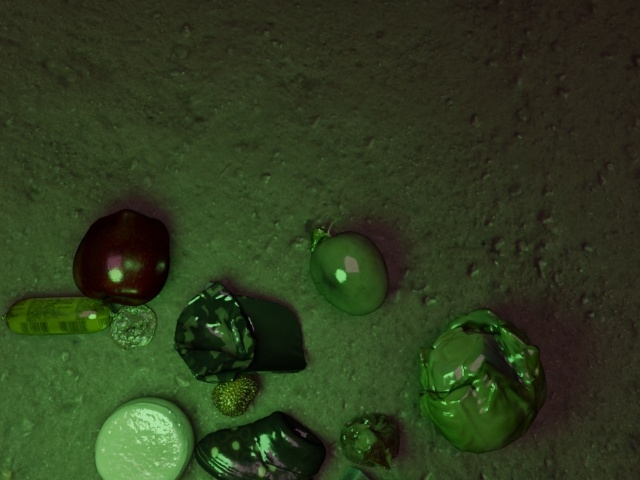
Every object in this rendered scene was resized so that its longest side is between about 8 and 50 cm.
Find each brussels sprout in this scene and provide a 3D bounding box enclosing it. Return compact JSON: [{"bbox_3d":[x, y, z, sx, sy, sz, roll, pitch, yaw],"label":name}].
[{"bbox_3d":[0.530,0.474,1.522,0.425,0.342,0.361,-45,111,-12],"label":"brussels sprout"}]

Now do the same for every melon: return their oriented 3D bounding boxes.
[{"bbox_3d":[0.100,0.107,1.600,0.308,0.271,0.271,39,73,12],"label":"melon"}]

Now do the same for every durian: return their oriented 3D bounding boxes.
[{"bbox_3d":[-0.275,0.489,1.494,0.137,0.158,0.168,38,47,-11],"label":"durian"}]

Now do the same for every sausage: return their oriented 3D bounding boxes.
[{"bbox_3d":[-0.834,0.242,1.508,0.348,0.123,0.123,0,75,-8],"label":"sausage"}]

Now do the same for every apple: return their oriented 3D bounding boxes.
[{"bbox_3d":[-0.624,0.064,1.504,0.289,0.288,0.316,3,60,-7],"label":"apple"}]

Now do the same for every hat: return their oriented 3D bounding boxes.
[{"bbox_3d":[-0.249,0.340,1.524,0.257,0.382,0.366,-34,44,24],"label":"hat"}]

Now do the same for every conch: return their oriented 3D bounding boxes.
[{"bbox_3d":[0.000,0.000,1.708,0.089,0.074,0.121,20,94,33],"label":"conch"}]

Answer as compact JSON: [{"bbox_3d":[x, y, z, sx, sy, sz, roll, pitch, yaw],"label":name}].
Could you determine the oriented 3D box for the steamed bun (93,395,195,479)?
[{"bbox_3d":[-0.523,0.614,1.415,0.283,0.177,0.282,1,79,-7],"label":"steamed bun"}]

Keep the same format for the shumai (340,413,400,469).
[{"bbox_3d":[0.175,0.648,1.498,0.206,0.175,0.166,-5,75,-12],"label":"shumai"}]

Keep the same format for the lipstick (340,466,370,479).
[{"bbox_3d":[0.023,0.879,1.423,0.076,0.080,0.371,47,62,-9],"label":"lipstick"}]

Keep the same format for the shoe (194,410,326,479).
[{"bbox_3d":[-0.179,0.645,1.453,0.384,0.171,0.237,24,80,-2],"label":"shoe"}]

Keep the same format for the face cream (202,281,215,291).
[{"bbox_3d":[-0.385,0.246,1.601,0.084,0.057,0.198,15,75,-3],"label":"face cream"}]

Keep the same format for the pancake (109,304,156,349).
[{"bbox_3d":[-0.629,0.290,1.572,0.158,0.028,0.158,2,76,-9],"label":"pancake"}]
